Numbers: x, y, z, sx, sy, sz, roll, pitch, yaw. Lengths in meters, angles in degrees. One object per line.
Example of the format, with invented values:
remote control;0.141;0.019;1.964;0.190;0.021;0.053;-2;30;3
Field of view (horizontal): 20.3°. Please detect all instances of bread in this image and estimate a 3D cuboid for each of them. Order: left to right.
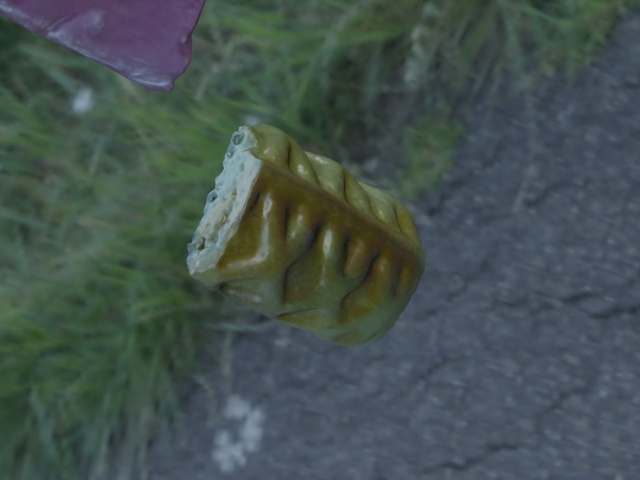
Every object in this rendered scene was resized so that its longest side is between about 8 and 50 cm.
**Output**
bread;0.000;0.000;1.290;0.088;0.232;0.128;2;74;34

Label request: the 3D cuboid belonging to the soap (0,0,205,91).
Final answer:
soap;-0.139;-0.251;0.939;0.128;0.233;0.359;-54;20;27
